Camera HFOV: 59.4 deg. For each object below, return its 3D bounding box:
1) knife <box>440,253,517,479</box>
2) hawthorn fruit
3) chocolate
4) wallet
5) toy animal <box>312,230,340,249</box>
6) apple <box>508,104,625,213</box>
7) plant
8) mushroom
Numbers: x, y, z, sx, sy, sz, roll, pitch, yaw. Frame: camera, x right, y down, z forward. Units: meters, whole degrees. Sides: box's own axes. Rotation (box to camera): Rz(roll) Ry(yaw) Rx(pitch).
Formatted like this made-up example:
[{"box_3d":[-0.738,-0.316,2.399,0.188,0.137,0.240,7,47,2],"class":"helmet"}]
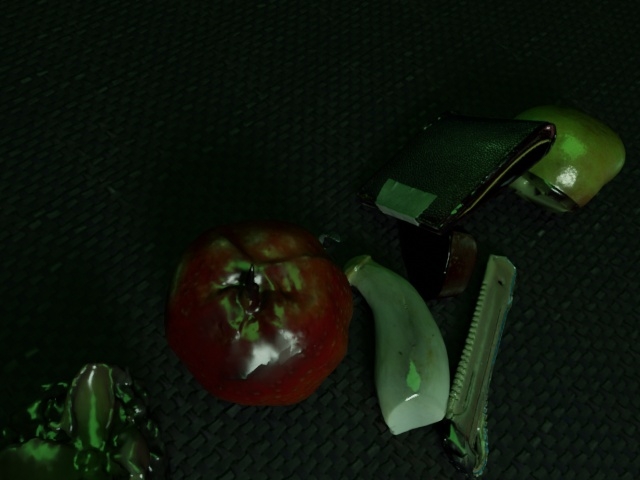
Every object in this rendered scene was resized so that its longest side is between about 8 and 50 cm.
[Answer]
[{"box_3d":[0.244,0.174,0.854,0.089,0.043,0.365,39,56,-25],"class":"knife"},{"box_3d":[-0.071,0.077,0.708,0.254,0.300,0.254,3,65,-6],"class":"hawthorn fruit"},{"box_3d":[0.198,0.014,0.892,0.080,0.125,0.148,3,57,-25],"class":"chocolate"},{"box_3d":[0.213,-0.116,0.912,0.262,0.071,0.221,-38,34,-16],"class":"wallet"},{"box_3d":[0.000,0.001,0.910,0.084,0.050,0.028,-5,86,25],"class":"toy animal"},{"box_3d":[0.409,-0.149,0.978,0.188,0.174,0.207,47,50,13],"class":"apple"},{"box_3d":[-0.263,0.248,0.625,0.178,0.234,0.204,-16,49,-13],"class":"plant"},{"box_3d":[0.113,0.133,0.823,0.118,0.103,0.270,-15,59,2],"class":"mushroom"}]
